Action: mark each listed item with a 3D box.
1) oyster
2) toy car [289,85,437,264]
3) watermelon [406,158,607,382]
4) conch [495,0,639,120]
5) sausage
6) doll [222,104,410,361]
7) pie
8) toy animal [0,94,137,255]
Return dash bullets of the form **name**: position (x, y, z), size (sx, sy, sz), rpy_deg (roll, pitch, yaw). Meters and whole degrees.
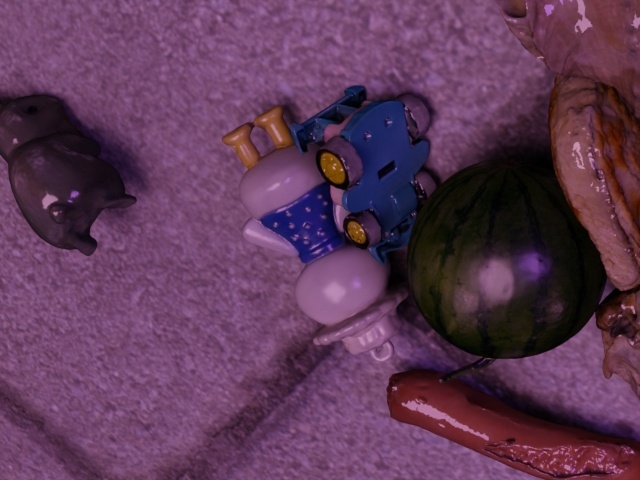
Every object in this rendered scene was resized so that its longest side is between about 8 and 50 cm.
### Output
- **oyster**: position (0.327, 0.054, 1.090), size (0.107, 0.161, 0.233), rpy_deg (48, 140, 23)
- **toy car**: position (0.046, -0.069, 1.200), size (0.098, 0.126, 0.161), rpy_deg (22, 138, 43)
- **watermelon**: position (0.175, 0.030, 1.123), size (0.188, 0.188, 0.215), rpy_deg (9, 118, 26)
- **conch**: position (0.306, -0.176, 0.891), size (0.186, 0.324, 0.263), rpy_deg (24, 105, 61)
- **sausage**: position (0.210, 0.206, 1.273), size (0.304, 0.078, 0.078), rpy_deg (18, 124, 20)
- **doll**: position (0.000, 0.000, 1.259), size (0.138, 0.119, 0.293), rpy_deg (-30, 95, 4)
- **pie**: position (0.253, -0.062, 1.028), size (0.084, 0.179, 0.205), rpy_deg (-13, 124, 39)
- **toy animal**: position (-0.330, -0.106, 1.388), size (0.251, 0.125, 0.127), rpy_deg (47, 158, 20)
